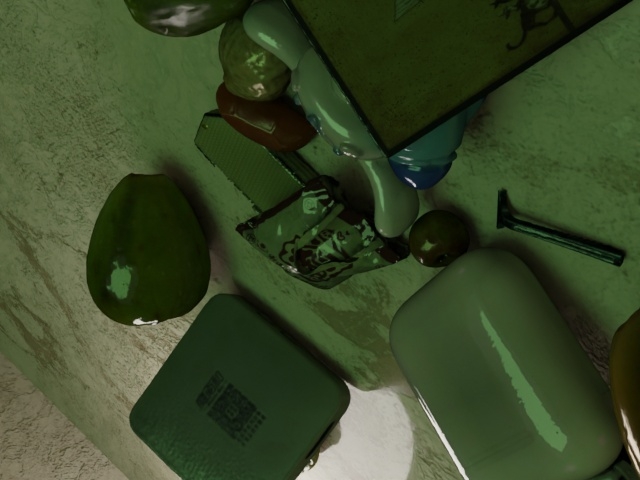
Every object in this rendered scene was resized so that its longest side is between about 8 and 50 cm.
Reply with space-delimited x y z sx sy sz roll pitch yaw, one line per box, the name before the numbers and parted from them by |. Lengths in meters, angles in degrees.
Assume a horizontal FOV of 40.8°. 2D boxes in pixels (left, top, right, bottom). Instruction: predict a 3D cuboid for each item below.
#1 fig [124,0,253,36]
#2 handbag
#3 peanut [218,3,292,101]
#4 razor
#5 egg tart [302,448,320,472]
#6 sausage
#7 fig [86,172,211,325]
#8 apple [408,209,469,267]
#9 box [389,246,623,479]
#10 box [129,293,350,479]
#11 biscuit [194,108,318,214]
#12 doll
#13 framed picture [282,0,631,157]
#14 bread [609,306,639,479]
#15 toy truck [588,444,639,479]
fig | -0.132 -0.406 1.203 0.314 0.233 0.233 -5 122 8
handbag | 0.000 0.000 1.425 0.213 0.127 0.235 38 145 -20
peanut | -0.097 -0.284 1.321 0.159 0.109 0.140 -58 41 43
razor | 0.312 -0.005 1.150 0.190 0.033 0.066 25 137 34
egg tart | -0.173 0.399 1.950 0.388 0.169 0.387 25 134 29
sausage | -0.094 -0.202 1.412 0.179 0.089 0.089 31 140 15
fig | -0.358 0.017 1.766 0.258 0.258 0.326 19 119 40
apple | 0.175 -0.001 1.268 0.089 0.090 0.074 102 166 -47
box | 0.256 0.200 1.245 0.348 0.141 0.288 60 139 15
box | -0.172 0.343 1.772 0.373 0.367 0.090 38 -176 23
biscuit | -0.113 -0.139 1.515 0.252 0.052 0.150 45 141 11
doll | 0.073 -0.192 1.109 0.376 0.187 0.366 39 155 -15
framed picture | 0.143 -0.285 0.929 0.339 0.014 0.255 -32 93 11
bread | 0.523 0.216 0.964 0.424 0.329 0.245 46 -175 11
toy truck | 0.387 0.397 1.278 0.213 0.177 0.161 -22 101 55
